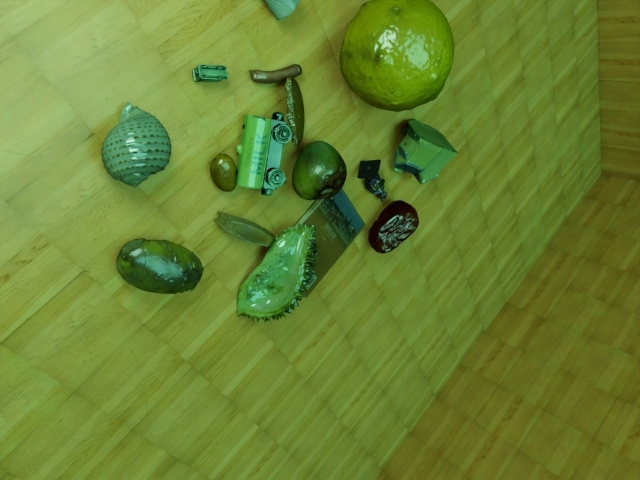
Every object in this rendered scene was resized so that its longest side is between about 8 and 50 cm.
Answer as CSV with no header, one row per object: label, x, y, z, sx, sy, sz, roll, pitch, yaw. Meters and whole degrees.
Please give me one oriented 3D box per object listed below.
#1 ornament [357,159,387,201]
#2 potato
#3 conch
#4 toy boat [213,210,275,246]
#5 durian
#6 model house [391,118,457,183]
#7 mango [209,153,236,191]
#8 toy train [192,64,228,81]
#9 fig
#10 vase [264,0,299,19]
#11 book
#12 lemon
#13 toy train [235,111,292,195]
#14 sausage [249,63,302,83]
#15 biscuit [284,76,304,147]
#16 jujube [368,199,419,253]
ornament,0.210,-0.225,1.818,0.203,0.088,0.081,44,52,-56
potato,-0.439,0.073,1.315,0.251,0.113,0.149,22,90,-45
conch,-0.442,-0.230,1.173,0.172,0.131,0.200,-2,109,-41
toy boat,-0.232,-0.037,1.487,0.206,0.072,0.064,25,104,-32
durian,-0.126,0.113,1.619,0.198,0.163,0.394,31,98,-2
model house,0.378,-0.343,1.872,0.214,0.195,0.189,11,125,-30
mango,-0.278,-0.195,1.386,0.080,0.060,0.114,-33,131,-24
toy train,-0.294,-0.442,1.271,0.093,0.056,0.038,-14,99,-38
fig,-0.006,-0.227,1.552,0.181,0.181,0.191,4,78,-43
vase,-0.157,-0.702,1.267,0.219,0.096,0.096,35,83,-42
book,0.000,0.000,1.743,0.374,0.028,0.262,-50,133,-14
lemon,0.243,-0.576,1.500,0.387,0.350,0.350,41,78,-32
toy train,-0.179,-0.264,1.432,0.157,0.105,0.253,4,105,-29
sausage,-0.129,-0.493,1.413,0.176,0.040,0.047,-23,123,-32
biscuit,-0.077,-0.398,1.471,0.126,0.025,0.206,-59,147,-63
jujube,0.288,-0.054,1.904,0.230,0.155,0.155,-42,131,-9
